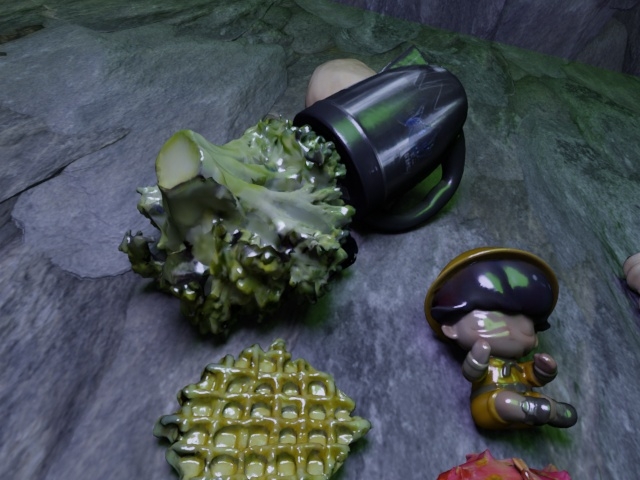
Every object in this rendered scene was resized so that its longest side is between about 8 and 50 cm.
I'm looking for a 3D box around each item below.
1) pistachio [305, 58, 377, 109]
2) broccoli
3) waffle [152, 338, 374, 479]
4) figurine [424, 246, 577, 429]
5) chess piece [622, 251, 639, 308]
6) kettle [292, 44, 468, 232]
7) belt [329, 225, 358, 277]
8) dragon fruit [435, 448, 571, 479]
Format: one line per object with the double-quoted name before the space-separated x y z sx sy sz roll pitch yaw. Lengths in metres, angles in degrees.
"pistachio" 0.057 -0.331 1.066 0.214 0.193 0.318 -27 46 22
"broccoli" -0.129 -0.034 0.654 0.272 0.324 0.334 15 54 -39
"waffle" -0.073 0.221 0.529 0.204 0.054 0.223 36 44 25
"figurine" 0.247 0.133 0.632 0.192 0.167 0.256 15 62 -17
"chess piece" 0.626 0.108 0.817 0.094 0.094 0.170 18 49 6
"kettle" 0.159 -0.180 0.862 0.324 0.320 0.228 -34 20 -17
"belt" 0.000 0.000 0.758 0.058 0.105 0.140 -22 42 -32
"dragon fruit" 0.200 0.319 0.386 0.268 0.210 0.205 36 86 27
